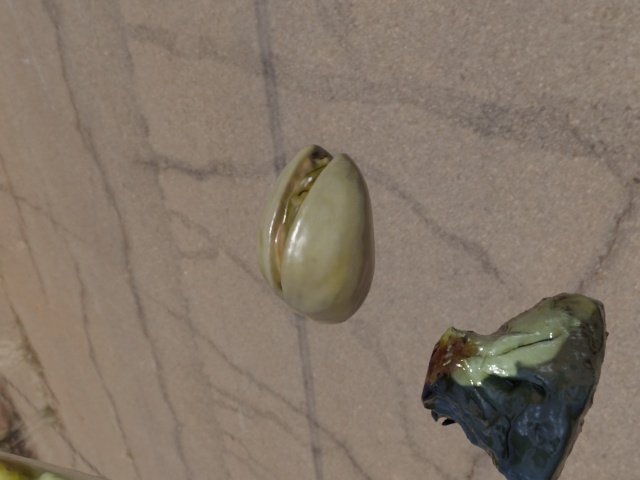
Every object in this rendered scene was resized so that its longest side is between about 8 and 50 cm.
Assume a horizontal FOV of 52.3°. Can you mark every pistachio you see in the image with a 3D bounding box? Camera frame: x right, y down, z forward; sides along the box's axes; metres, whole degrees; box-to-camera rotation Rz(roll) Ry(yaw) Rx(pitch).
[{"bbox_3d":[0.000,0.000,0.640,0.124,0.124,0.185,25,116,35],"label":"pistachio"}]

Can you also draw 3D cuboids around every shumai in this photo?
[{"bbox_3d":[0.107,0.078,0.378,0.087,0.124,0.099,20,138,18],"label":"shumai"}]

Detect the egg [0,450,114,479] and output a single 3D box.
[{"bbox_3d":[-0.102,0.168,0.212,0.270,0.162,0.206,5,160,35],"label":"egg"}]
